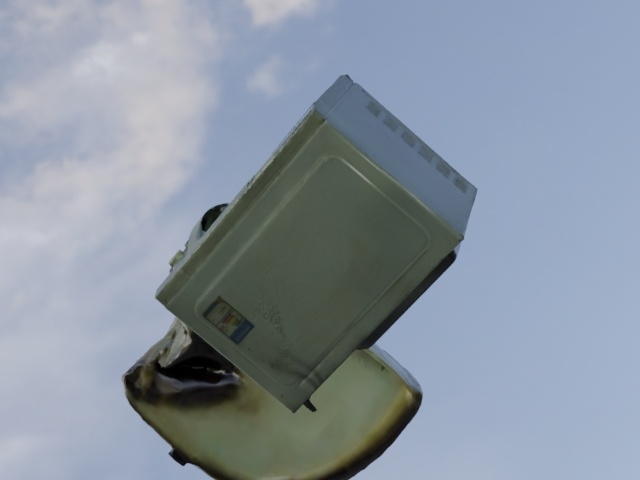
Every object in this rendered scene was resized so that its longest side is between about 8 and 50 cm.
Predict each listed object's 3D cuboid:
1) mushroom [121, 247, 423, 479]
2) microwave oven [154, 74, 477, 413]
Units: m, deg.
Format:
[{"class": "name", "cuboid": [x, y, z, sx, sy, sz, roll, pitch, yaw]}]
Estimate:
[{"class": "mushroom", "cuboid": [-0.075, 0.135, 1.233, 0.292, 0.212, 0.217, 41, -87, -19]}, {"class": "microwave oven", "cuboid": [0.000, 0.000, 0.890, 0.205, 0.163, 0.129, -47, 6, 25]}]
